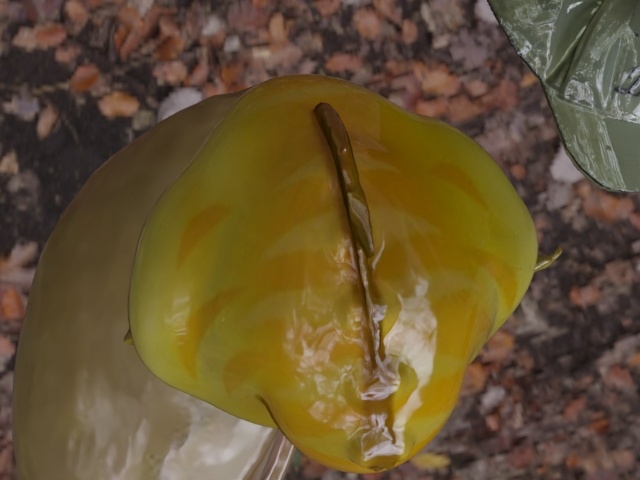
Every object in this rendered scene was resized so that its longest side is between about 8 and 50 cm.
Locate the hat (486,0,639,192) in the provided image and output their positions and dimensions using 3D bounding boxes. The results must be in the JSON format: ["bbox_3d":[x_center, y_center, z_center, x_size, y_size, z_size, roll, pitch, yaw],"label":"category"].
[{"bbox_3d":[0.175,-0.103,0.868,0.122,0.166,0.081,-2,158,-35],"label":"hat"}]

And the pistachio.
[{"bbox_3d":[-0.072,0.048,0.793,0.162,0.181,0.293,32,77,-57],"label":"pistachio"}]

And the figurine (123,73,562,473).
[{"bbox_3d":[0.000,0.000,0.529,0.156,0.246,0.131,-13,101,-8],"label":"figurine"}]
